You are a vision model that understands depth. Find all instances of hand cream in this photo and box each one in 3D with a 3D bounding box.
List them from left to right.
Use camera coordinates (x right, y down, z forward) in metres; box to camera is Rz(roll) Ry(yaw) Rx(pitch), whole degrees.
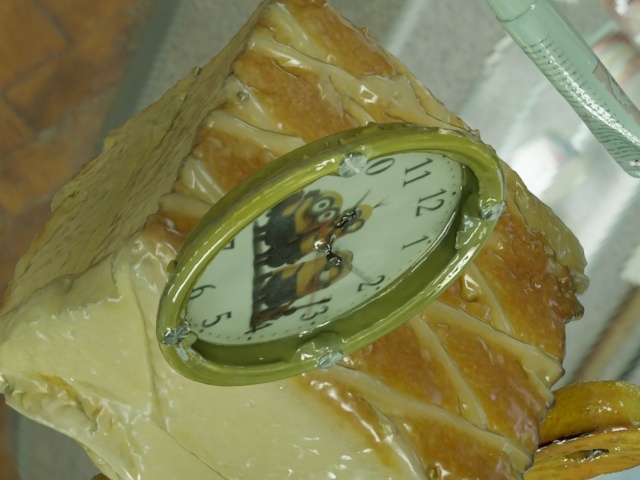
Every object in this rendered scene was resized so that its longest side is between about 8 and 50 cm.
[{"bbox_3d":[0.271,-0.163,1.926,0.331,0.085,0.058,48,62,-30],"label":"hand cream"}]

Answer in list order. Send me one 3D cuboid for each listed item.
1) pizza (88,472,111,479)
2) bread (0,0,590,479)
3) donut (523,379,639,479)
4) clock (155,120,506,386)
[{"bbox_3d":[-0.101,0.242,1.630,0.258,0.268,0.087,-48,147,-42],"label":"pizza"},{"bbox_3d":[-0.019,0.054,1.491,0.390,0.371,0.279,38,136,-15],"label":"bread"},{"bbox_3d":[0.236,0.171,1.645,0.152,0.058,0.152,-7,155,-3],"label":"donut"},{"bbox_3d":[0.000,0.000,1.109,0.237,0.057,0.237,-22,149,-14],"label":"clock"}]
